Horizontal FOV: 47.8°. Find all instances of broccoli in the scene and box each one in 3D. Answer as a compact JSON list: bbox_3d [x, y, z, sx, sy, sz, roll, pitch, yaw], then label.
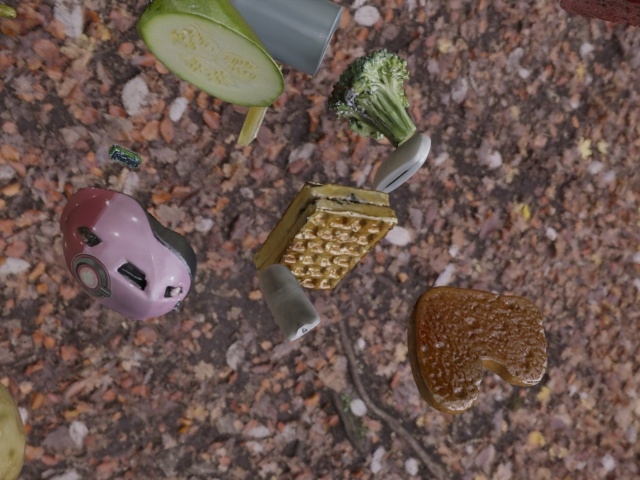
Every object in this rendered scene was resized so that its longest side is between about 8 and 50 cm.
[{"bbox_3d":[0.140,-0.341,1.869,0.247,0.243,0.263,-25,161,-44],"label":"broccoli"}]

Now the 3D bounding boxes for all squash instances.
[{"bbox_3d":[-0.207,-0.355,1.388,0.189,0.189,0.260,-36,95,-16],"label":"squash"}]

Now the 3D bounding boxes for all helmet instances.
[{"bbox_3d":[-0.342,0.043,1.246,0.253,0.154,0.198,26,131,-18],"label":"helmet"}]

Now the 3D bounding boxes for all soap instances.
[{"bbox_3d":[-0.175,-0.391,2.077,0.252,0.037,0.092,-65,176,33],"label":"soap"}]

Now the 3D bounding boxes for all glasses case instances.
[{"bbox_3d":[0.200,-0.189,1.809,0.059,0.233,0.092,25,62,-15],"label":"glasses case"}]

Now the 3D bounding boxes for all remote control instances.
[{"bbox_3d":[-0.067,0.104,1.348,0.073,0.229,0.044,-31,123,-3],"label":"remote control"}]

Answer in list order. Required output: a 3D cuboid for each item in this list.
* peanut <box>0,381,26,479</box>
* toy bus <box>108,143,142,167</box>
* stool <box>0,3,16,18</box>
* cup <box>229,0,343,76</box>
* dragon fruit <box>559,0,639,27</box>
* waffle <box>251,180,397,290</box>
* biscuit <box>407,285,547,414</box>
[{"bbox_3d":[-0.267,0.151,0.467,0.159,0.109,0.140,-49,175,-45],"label":"peanut"},{"bbox_3d":[-0.472,-0.204,1.746,0.031,0.037,0.083,-43,143,18],"label":"toy bus"},{"bbox_3d":[-0.680,-0.528,1.489,0.110,0.134,0.135,3,93,-1],"label":"stool"},{"bbox_3d":[-0.114,-0.604,1.976,0.312,0.205,0.205,24,98,-3],"label":"cup"},{"bbox_3d":[0.499,-0.403,1.073,0.205,0.317,0.152,-1,114,-50],"label":"dragon fruit"},{"bbox_3d":[0.000,-0.001,1.601,0.213,0.091,0.308,7,142,-29],"label":"waffle"},{"bbox_3d":[0.294,0.207,1.341,0.277,0.262,0.052,7,141,-11],"label":"biscuit"}]
